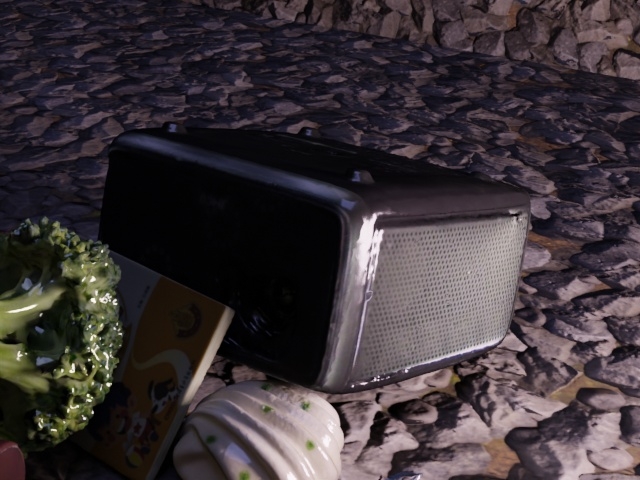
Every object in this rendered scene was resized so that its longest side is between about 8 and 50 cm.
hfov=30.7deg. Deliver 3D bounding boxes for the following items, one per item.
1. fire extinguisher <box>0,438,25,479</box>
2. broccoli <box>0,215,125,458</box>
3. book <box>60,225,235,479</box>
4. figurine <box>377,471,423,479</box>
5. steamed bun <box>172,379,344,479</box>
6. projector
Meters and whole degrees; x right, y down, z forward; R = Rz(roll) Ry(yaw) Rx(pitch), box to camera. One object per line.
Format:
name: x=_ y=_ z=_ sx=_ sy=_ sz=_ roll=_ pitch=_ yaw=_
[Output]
fire extinguisher: x=-0.452 y=0.224 z=1.092 sx=0.337 sy=0.135 sz=0.114 roll=9 pitch=30 yaw=11
broccoli: x=-0.351 y=0.109 z=1.210 sx=0.260 sy=0.288 sz=0.235 roll=29 pitch=-23 yaw=-28
book: x=-0.247 y=0.119 z=1.301 sx=0.295 sy=0.207 sz=0.020 roll=22 pitch=-6 yaw=35
figurine: x=-0.041 y=0.314 z=0.814 sx=0.388 sy=0.276 sz=0.248 roll=-27 pitch=65 yaw=-33
steamed bun: x=-0.059 y=0.207 z=1.214 sx=0.183 sy=0.106 sz=0.183 roll=3 pitch=26 yaw=-2
projector: x=0.000 y=0.000 z=1.418 sx=0.395 sy=0.242 sz=0.405 roll=16 pitch=13 yaw=35
